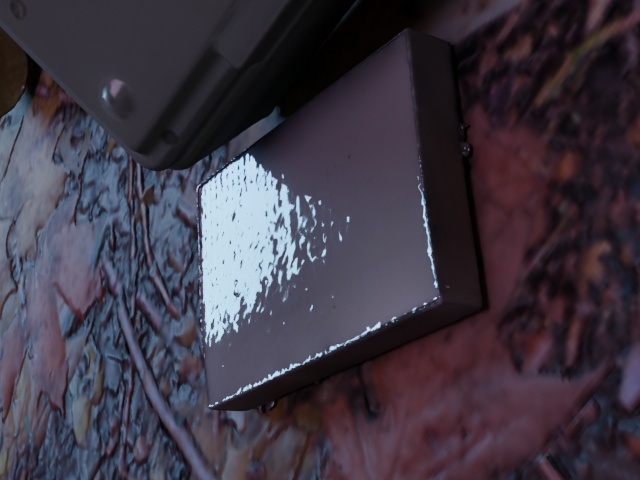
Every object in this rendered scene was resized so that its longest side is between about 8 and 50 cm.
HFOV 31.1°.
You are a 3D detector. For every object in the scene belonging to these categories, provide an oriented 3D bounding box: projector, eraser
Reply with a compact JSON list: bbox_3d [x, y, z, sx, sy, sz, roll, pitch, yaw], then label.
[{"bbox_3d":[-0.045,-0.166,0.401,0.192,0.099,0.257,44,130,1],"label":"projector"},{"bbox_3d":[0.000,0.000,0.438,0.150,0.023,0.104,-31,57,49],"label":"eraser"}]

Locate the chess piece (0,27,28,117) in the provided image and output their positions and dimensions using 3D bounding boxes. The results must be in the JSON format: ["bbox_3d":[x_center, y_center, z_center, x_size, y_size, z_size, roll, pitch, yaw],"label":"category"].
[{"bbox_3d":[-0.256,-0.160,0.815,0.090,0.090,0.200,-64,27,22],"label":"chess piece"}]
